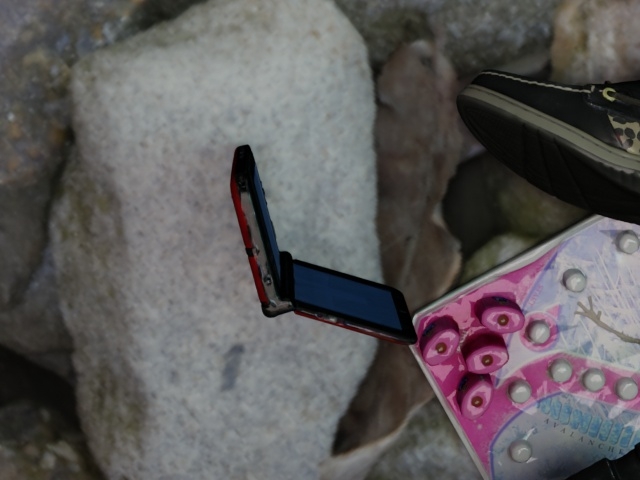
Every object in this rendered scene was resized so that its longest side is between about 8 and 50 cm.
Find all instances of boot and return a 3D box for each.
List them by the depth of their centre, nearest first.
[{"bbox_3d":[0.222,-0.099,1.101,0.236,0.085,0.179,22,71,24],"label":"boot"}]

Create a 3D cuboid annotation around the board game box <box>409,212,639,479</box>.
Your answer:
[{"bbox_3d":[0.314,0.131,1.162,0.390,0.050,0.390,-29,100,5],"label":"board game box"}]

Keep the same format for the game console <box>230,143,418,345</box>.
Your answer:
[{"bbox_3d":[0.000,0.000,1.082,0.085,0.144,0.124,-14,101,1],"label":"game console"}]

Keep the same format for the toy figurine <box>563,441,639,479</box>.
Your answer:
[{"bbox_3d":[0.181,0.250,1.052,0.148,0.209,0.213,-32,99,12],"label":"toy figurine"}]
